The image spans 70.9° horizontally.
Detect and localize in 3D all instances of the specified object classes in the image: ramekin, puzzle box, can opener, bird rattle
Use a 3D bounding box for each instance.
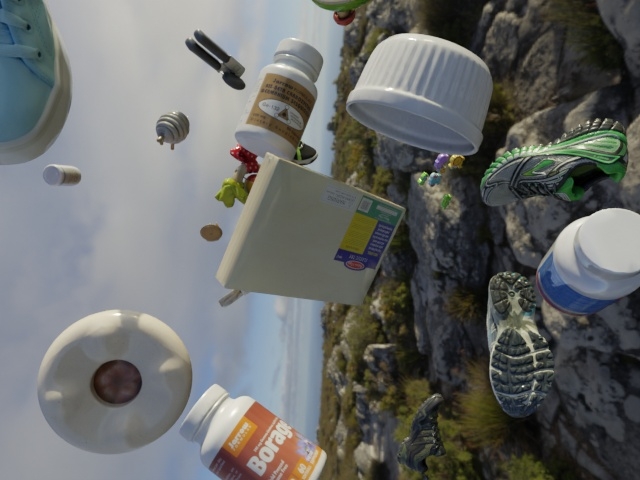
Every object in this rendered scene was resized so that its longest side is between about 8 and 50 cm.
[{"bbox_3d":[0.152,-0.213,0.667,0.207,0.207,0.109,-108,38,-85],"label":"ramekin"},{"bbox_3d":[0.000,0.000,0.984,0.052,0.408,0.272,33,103,45],"label":"puzzle box"},{"bbox_3d":[-0.330,-0.588,1.496,0.095,0.076,0.283,57,-166,13],"label":"can opener"},{"bbox_3d":[-0.263,-0.221,1.624,0.207,0.143,0.254,39,-124,-41],"label":"bird rattle"}]

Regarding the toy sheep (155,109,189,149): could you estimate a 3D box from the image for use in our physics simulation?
[{"bbox_3d":[-0.391,-0.293,1.187,0.091,0.091,0.132,95,-171,-47],"label":"toy sheep"}]

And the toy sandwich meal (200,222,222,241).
[{"bbox_3d":[-0.384,-0.030,1.588,0.029,0.085,0.086,-100,11,-47],"label":"toy sandwich meal"}]

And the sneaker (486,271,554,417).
[{"bbox_3d":[0.385,0.210,0.890,0.122,0.110,0.283,73,-155,-54],"label":"sneaker"}]

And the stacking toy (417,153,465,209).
[{"bbox_3d":[0.408,-0.242,1.569,0.167,0.052,0.221,-120,27,-42],"label":"stacking toy"}]

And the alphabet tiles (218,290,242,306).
[{"bbox_3d":[-0.132,0.078,1.138,0.021,0.284,0.278,54,169,3],"label":"alphabet tiles"}]

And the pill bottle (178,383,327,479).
[{"bbox_3d":[-0.108,0.327,0.706,0.121,0.216,0.121,-55,-8,-12],"label":"pill bottle"}]

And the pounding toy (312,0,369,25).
[{"bbox_3d":[0.063,-0.566,0.981,0.110,0.182,0.237,47,-149,-63],"label":"pounding toy"}]

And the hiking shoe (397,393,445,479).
[{"bbox_3d":[0.311,0.549,1.271,0.227,0.114,0.086,-64,-27,1],"label":"hiking shoe"}]

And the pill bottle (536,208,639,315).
[{"bbox_3d":[0.410,0.037,0.678,0.221,0.124,0.124,50,-140,-66],"label":"pill bottle"}]

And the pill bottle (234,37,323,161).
[{"bbox_3d":[-0.079,-0.291,0.940,0.131,0.131,0.230,107,-176,-82],"label":"pill bottle"}]

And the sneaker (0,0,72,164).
[{"bbox_3d":[-0.325,-0.257,0.402,0.150,0.135,0.366,141,117,-76],"label":"sneaker"}]

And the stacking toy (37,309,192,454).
[{"bbox_3d":[-0.533,0.339,1.281,0.480,0.350,0.351,-174,88,-78],"label":"stacking toy"}]

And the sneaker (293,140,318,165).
[{"bbox_3d":[-0.113,-0.292,1.293,0.084,0.234,0.097,-82,12,-47],"label":"sneaker"}]

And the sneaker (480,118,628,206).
[{"bbox_3d":[0.539,-0.155,1.076,0.343,0.134,0.147,-25,47,46],"label":"sneaker"}]

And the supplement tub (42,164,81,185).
[{"bbox_3d":[-0.862,-0.217,1.503,0.107,0.070,0.071,-49,-37,-83],"label":"supplement tub"}]

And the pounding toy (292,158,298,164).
[{"bbox_3d":[-0.110,-0.156,1.229,0.141,0.100,0.130,-42,19,3],"label":"pounding toy"}]
